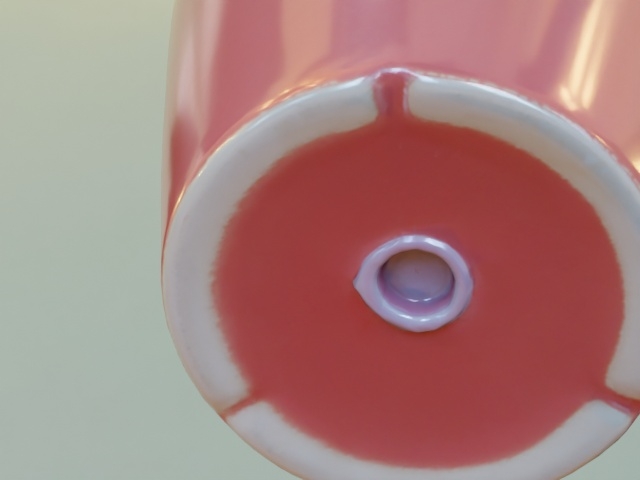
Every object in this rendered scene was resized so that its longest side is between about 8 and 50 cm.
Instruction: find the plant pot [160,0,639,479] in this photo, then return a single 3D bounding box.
[{"bbox_3d":[0.050,-0.036,0.771,0.275,0.243,0.275,4,-59,6],"label":"plant pot"}]
